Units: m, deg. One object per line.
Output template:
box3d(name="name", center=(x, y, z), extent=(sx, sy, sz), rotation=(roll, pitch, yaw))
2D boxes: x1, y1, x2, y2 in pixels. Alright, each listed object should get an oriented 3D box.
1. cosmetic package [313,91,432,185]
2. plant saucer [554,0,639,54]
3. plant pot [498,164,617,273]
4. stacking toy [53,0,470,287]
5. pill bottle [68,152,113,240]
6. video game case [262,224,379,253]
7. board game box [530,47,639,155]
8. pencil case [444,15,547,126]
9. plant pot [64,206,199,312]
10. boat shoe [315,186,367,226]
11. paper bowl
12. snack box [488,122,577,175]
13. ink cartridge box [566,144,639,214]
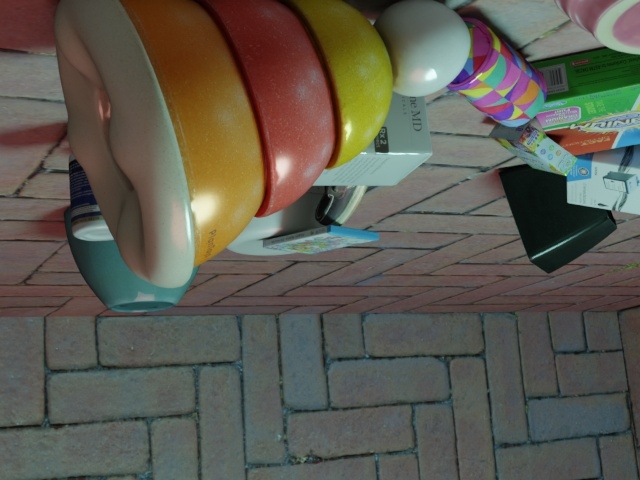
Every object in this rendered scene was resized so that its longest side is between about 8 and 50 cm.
box3d(name="cosmetic package", center=(0.037, -0.166, 1.520), extent=(0.183, 0.151, 0.151), rotation=(-2, 167, -18))
box3d(name="plant saucer", center=(0.433, -0.294, 1.250), extent=(0.332, 0.084, 0.332), rotation=(-5, 169, -1))
box3d(name="plant pot", center=(0.474, -0.060, 2.151), extent=(0.167, 0.188, 0.188), rotation=(-22, 163, 18))
box3d(name="stacking toy", center=(-0.040, -0.172, 1.280), extent=(0.479, 0.351, 0.350), rotation=(-18, 173, -20))
box3d(name="pill bottle", center=(-0.334, -0.091, 1.672), extent=(0.094, 0.170, 0.094), rotation=(-5, 168, -1))
box3d(name="video game case", center=(0.000, 0.000, 1.878), extent=(0.119, 0.015, 0.166), rotation=(9, 164, -44))
box3d(name="board game box", center=(0.456, -0.213, 1.674), extent=(0.242, 0.064, 0.316), rotation=(-9, 167, 19))
box3d(name="pencil case", center=(0.221, -0.221, 1.468), extent=(0.104, 0.105, 0.236), rotation=(-12, 165, 30))
box3d(name="plant pot", center=(-0.360, 0.037, 2.193), extent=(0.290, 0.196, 0.290), rotation=(-4, 168, -1))
box3d(name="boat shoe", center=(0.040, -0.126, 1.756), extent=(0.092, 0.103, 0.285), rotation=(18, 142, -12))
box3d(name="paper bowl", center=(-0.083, -0.062, 1.968), extent=(0.284, 0.148, 0.284), rotation=(-4, 167, -1))
box3d(name="snack box", center=(0.339, -0.150, 1.767), extent=(0.100, 0.037, 0.141), rotation=(32, -178, -13))
box3d(name="ink cartridge box", center=(0.524, -0.117, 1.886), extent=(0.190, 0.082, 0.140), rotation=(12, 151, 21))
